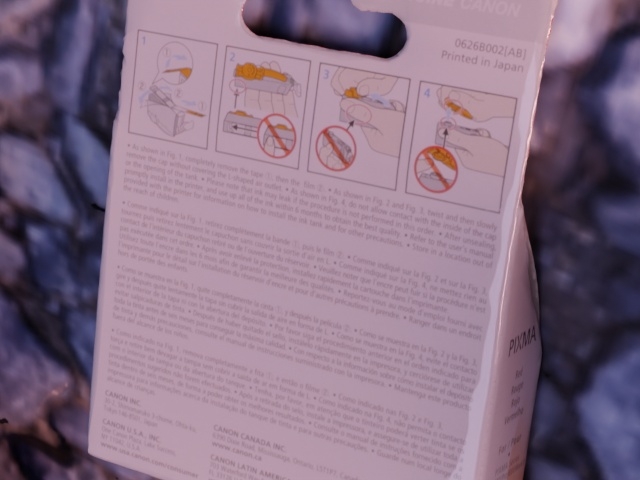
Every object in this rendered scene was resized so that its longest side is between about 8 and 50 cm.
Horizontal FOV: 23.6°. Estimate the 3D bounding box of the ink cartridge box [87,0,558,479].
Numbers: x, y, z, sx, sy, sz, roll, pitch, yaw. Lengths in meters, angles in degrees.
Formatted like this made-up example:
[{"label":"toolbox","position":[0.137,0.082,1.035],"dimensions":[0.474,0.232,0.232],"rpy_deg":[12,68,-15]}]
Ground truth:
[{"label":"ink cartridge box","position":[0.000,0.000,0.483],"dimensions":[0.145,0.045,0.179],"rpy_deg":[14,102,26]}]
